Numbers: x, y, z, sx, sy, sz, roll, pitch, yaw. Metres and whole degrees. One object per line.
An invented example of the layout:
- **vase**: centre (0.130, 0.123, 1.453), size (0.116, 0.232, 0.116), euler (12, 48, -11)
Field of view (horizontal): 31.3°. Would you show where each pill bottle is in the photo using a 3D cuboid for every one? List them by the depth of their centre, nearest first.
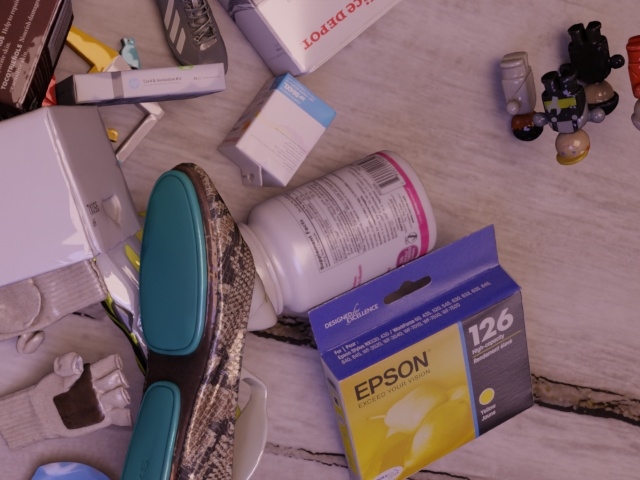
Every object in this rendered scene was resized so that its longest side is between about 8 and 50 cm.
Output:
- **pill bottle**: centre (0.000, 0.000, 1.546), size (0.283, 0.160, 0.160), euler (-24, 100, -18)

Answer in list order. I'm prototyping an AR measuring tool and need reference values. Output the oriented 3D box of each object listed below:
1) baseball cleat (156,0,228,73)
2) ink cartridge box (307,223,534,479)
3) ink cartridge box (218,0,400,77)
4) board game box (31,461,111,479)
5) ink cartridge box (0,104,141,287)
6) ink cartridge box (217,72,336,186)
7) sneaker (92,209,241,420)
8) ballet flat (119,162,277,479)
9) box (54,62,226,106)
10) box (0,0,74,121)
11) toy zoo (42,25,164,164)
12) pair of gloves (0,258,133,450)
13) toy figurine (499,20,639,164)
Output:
- **baseball cleat**: centre (-0.173, -0.303, 1.499), size (0.072, 0.109, 0.205), euler (-35, 105, -22)
- **ink cartridge box**: centre (0.154, 0.172, 1.602), size (0.304, 0.072, 0.307), euler (-25, 126, -17)
- **ink cartridge box**: centre (-0.049, -0.385, 1.539), size (0.207, 0.117, 0.283), euler (-41, 104, -15)
- **board game box**: centre (-0.339, 0.367, 1.497), size (0.133, 0.033, 0.168), euler (30, 89, -20)
- **ink cartridge box**: centre (-0.425, -0.017, 1.255), size (0.395, 0.285, 0.166), euler (-17, 97, 1)
- **ink cartridge box**: centre (-0.065, -0.141, 1.553), size (0.090, 0.092, 0.143), euler (39, 78, -17)
- **sneaker**: centre (-0.169, 0.133, 1.496), size (0.147, 0.145, 0.384), euler (-30, 103, -16)
- **ballet flat**: centre (-0.138, 0.156, 1.376), size (0.182, 0.164, 0.482), euler (9, 84, -40)
- **box**: centre (-0.227, -0.192, 1.429), size (0.186, 0.145, 0.038), euler (-7, 95, -20)
- **box**: centre (-0.416, -0.250, 1.355), size (0.203, 0.168, 0.167), euler (19, 82, -7)
- **toy zoo**: centre (-0.339, -0.153, 1.482), size (0.192, 0.030, 0.293), euler (41, 77, -17)
- **pair of gloves**: centre (-0.346, 0.139, 1.427), size (0.204, 0.042, 0.240), euler (-14, 97, 16)
- **toy figurine**: centre (0.381, -0.210, 1.662), size (0.210, 0.213, 0.148), euler (-25, 116, -15)
